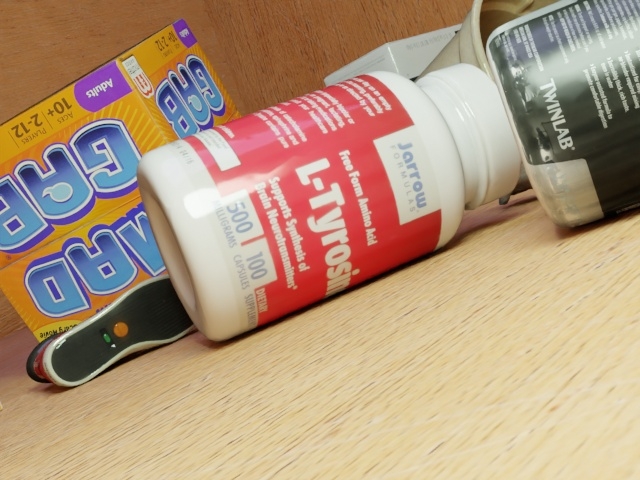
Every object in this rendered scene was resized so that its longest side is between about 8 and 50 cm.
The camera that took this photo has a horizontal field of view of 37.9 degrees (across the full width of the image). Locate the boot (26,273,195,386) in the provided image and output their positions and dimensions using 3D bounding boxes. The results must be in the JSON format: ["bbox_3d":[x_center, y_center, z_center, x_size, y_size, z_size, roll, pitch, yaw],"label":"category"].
[{"bbox_3d":[-0.275,0.118,1.258,0.244,0.088,0.176,-27,5,-28],"label":"boot"}]

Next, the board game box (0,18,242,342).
[{"bbox_3d":[-0.315,-0.087,1.483,0.357,0.356,0.356,-26,17,17],"label":"board game box"}]

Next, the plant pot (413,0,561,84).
[{"bbox_3d":[0.289,-0.228,1.583,0.334,0.333,0.305,-25,-6,-40],"label":"plant pot"}]

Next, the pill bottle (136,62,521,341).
[{"bbox_3d":[0.016,-0.060,1.080,0.408,0.229,0.229,-23,4,-16],"label":"pill bottle"}]

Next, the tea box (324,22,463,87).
[{"bbox_3d":[0.239,-0.265,1.974,0.329,0.323,0.220,-26,5,-38],"label":"tea box"}]

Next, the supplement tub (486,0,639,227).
[{"bbox_3d":[0.339,-0.156,0.841,0.338,0.207,0.207,-19,4,16],"label":"supplement tub"}]

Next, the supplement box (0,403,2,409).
[{"bbox_3d":[-0.463,0.221,1.177,0.098,0.036,0.062,-20,5,10],"label":"supplement box"}]

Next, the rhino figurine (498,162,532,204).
[{"bbox_3d":[0.311,-0.100,1.214,0.243,0.073,0.106,-20,1,37],"label":"rhino figurine"}]
